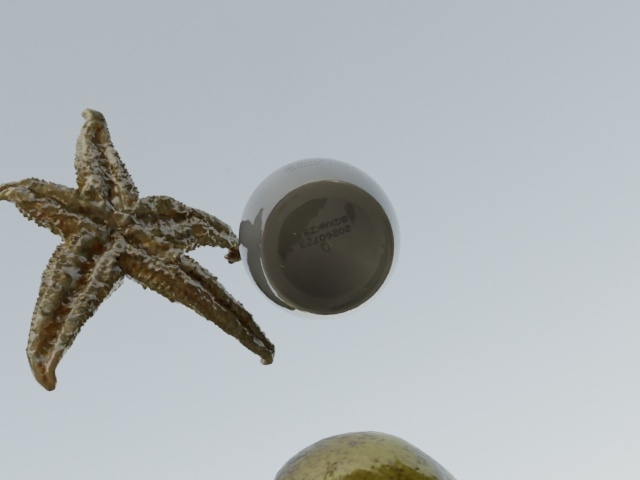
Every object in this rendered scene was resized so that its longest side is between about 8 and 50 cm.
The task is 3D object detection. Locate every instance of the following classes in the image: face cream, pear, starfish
[{"bbox_3d":[0.000,0.000,0.690,0.117,0.104,0.117,0,-84,-4],"label":"face cream"},{"bbox_3d":[0.032,0.251,0.801,0.197,0.197,0.197,-13,-42,-12],"label":"pear"},{"bbox_3d":[-0.131,0.012,0.720,0.231,0.295,0.048,26,-59,-21],"label":"starfish"}]
